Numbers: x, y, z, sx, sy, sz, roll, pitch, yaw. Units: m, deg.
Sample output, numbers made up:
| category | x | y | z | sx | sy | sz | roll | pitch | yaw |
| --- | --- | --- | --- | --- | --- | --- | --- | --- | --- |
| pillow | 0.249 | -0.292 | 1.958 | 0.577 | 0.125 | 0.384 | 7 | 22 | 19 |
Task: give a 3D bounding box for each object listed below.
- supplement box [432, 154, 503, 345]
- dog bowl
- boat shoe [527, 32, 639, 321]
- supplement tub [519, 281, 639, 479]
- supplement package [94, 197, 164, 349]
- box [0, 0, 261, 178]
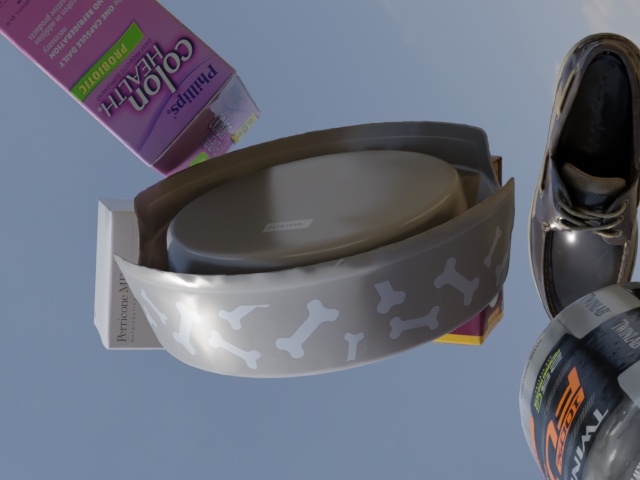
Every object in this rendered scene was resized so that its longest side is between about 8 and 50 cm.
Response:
| category | x | y | z | sx | sy | sz | roll | pitch | yaw |
| --- | --- | --- | --- | --- | --- | --- | --- | --- | --- |
| supplement box | 0.148 | 0.007 | 1.235 | 0.104 | 0.080 | 0.188 | -33 | -57 | -64 |
| dog bowl | 0.000 | 0.000 | 0.966 | 0.349 | 0.348 | 0.102 | -63 | -36 | -65 |
| boat shoe | 0.300 | -0.060 | 1.304 | 0.130 | 0.132 | 0.355 | -17 | -71 | -73 |
| supplement tub | 0.269 | 0.156 | 0.823 | 0.207 | 0.207 | 0.338 | 53 | -175 | -6 |
| supplement package | -0.139 | 0.043 | 1.493 | 0.175 | 0.293 | 0.177 | -156 | 68 | -73 |
| box | -0.193 | -0.177 | 1.111 | 0.243 | 0.117 | 0.213 | 41 | 179 | 5 |
